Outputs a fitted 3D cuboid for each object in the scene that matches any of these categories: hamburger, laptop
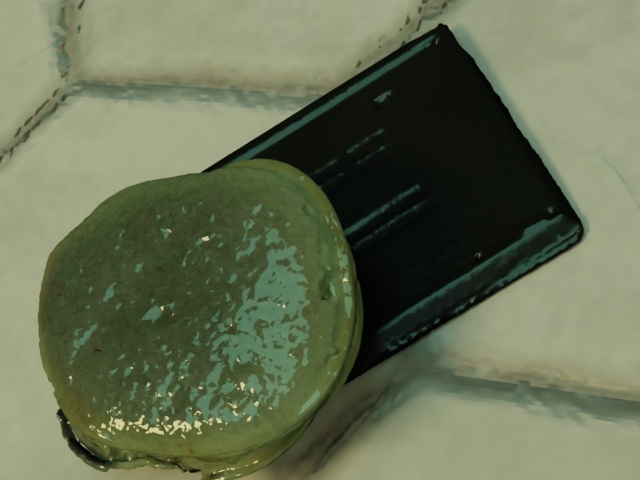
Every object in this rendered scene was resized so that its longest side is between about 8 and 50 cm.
[{"bbox_3d":[-0.048,0.033,0.699,0.140,0.062,0.133,-5,65,18],"label":"hamburger"},{"bbox_3d":[0.000,0.000,0.742,0.197,0.016,0.135,-33,54,5],"label":"laptop"}]
